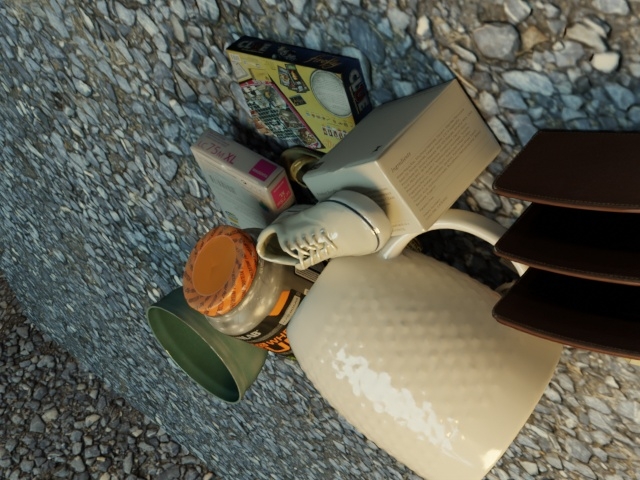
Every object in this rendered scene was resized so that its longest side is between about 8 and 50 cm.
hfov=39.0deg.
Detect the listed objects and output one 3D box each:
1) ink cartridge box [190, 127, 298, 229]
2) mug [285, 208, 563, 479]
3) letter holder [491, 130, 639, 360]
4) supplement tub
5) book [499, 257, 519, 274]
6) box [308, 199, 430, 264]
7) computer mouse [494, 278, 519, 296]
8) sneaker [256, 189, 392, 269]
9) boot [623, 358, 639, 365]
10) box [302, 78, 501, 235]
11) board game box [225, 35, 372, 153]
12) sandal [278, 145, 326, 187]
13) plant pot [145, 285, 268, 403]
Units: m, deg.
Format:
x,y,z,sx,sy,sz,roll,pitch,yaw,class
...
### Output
x,y,z,sx,sy,sz,roll,pitch,yaw,class
-0.114,-0.060,1.669,0.185,0.065,0.311,30,156,28,ink cartridge box
0.151,0.122,1.267,0.328,0.276,0.374,34,121,6,mug
0.330,0.002,0.994,0.302,0.214,0.152,10,136,49,letter holder
-0.074,0.097,1.584,0.316,0.194,0.193,27,170,-41,supplement tub
0.323,0.043,1.262,0.144,0.035,0.096,37,155,17,book
0.058,-0.006,1.486,0.175,0.051,0.220,45,154,-5,box
0.291,0.102,1.377,0.106,0.042,0.193,42,156,6,computer mouse
0.000,0.000,1.192,0.094,0.091,0.258,52,155,-14,sneaker
0.446,0.108,1.131,0.213,0.077,0.165,24,151,24,boot
0.106,-0.102,1.203,0.119,0.182,0.181,53,153,-17,box
-0.026,-0.217,1.384,0.243,0.042,0.165,21,144,39,board game box
-0.014,-0.113,1.500,0.180,0.049,0.072,15,140,45,sandal
-0.224,0.199,2.057,0.293,0.196,0.293,34,151,23,plant pot
